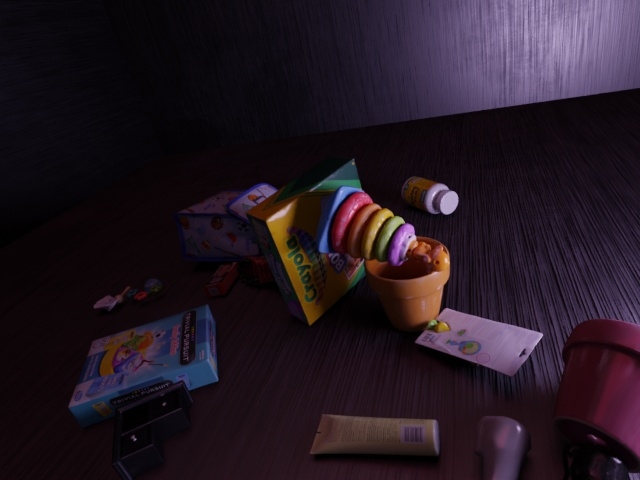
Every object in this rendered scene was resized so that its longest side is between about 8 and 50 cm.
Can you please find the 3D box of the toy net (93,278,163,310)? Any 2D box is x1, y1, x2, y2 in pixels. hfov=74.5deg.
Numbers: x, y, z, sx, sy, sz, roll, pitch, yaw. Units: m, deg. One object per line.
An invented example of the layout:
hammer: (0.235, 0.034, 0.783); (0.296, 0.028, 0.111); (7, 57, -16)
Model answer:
toy net: (-0.671, 0.204, 1.480); (0.232, 0.045, 0.122); (-24, 31, -16)

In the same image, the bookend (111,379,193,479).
bookend: (-0.357, 0.410, 0.914); (0.156, 0.072, 0.157); (-20, 29, -13)

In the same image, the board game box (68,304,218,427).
board game box: (-0.453, 0.318, 1.125); (0.337, 0.079, 0.253); (-18, 28, -7)

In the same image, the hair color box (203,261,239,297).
hair color box: (-0.335, 0.133, 1.446); (0.072, 0.043, 0.141); (-13, 25, 21)

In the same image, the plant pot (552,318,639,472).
plant pot: (0.488, 0.262, 0.698); (0.201, 0.201, 0.180); (19, 58, 46)

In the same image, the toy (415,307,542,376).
toy: (0.349, 0.233, 0.942); (0.137, 0.056, 0.237); (-36, 30, -30)

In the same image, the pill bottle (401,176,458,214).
pill bottle: (0.414, -0.167, 1.595); (0.118, 0.117, 0.208); (-25, 30, -20)

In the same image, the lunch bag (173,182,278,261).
lunch bag: (-0.294, -0.072, 1.604); (0.386, 0.238, 0.328); (3, 25, 23)

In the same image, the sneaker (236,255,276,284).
sneaker: (-0.163, 0.091, 1.405); (0.276, 0.097, 0.135); (-7, 4, 43)

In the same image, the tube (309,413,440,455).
tube: (0.102, 0.371, 0.803); (0.241, 0.062, 0.070); (-8, -16, 21)

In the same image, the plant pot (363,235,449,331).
plant pot: (0.225, 0.119, 1.067); (0.205, 0.187, 0.205); (-10, 28, 6)

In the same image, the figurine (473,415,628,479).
figurine: (0.323, 0.393, 0.629); (0.215, 0.092, 0.209); (6, 37, 35)

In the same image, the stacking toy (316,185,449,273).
stacking toy: (0.159, -0.004, 0.984); (0.302, 0.175, 0.166); (24, 11, 27)

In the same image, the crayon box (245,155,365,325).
crayon box: (0.000, 0.000, 1.169); (0.106, 0.362, 0.313); (19, 49, 44)
